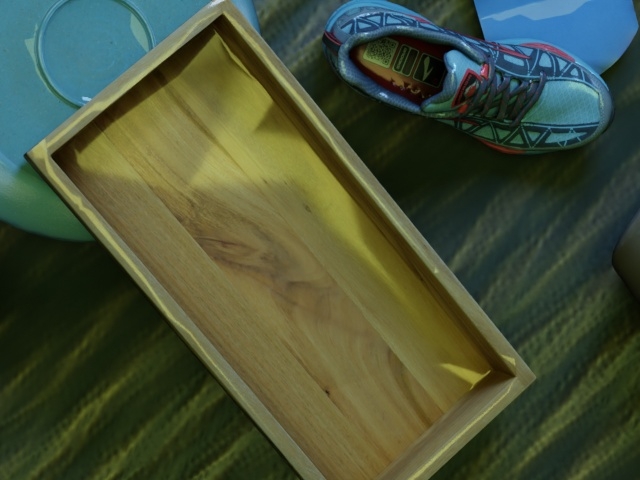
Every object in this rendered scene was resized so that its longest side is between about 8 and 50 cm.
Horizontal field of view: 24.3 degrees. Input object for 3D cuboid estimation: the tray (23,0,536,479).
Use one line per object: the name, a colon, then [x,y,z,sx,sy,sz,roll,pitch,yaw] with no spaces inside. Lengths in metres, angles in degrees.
tray: [-0.030,0.023,1.220,0.203,0.076,0.411,-41,99,-10]

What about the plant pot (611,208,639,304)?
plant pot: [0.378,0.031,1.239,0.229,0.263,0.263,42,88,17]

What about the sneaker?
sneaker: [0.123,-0.126,1.262,0.261,0.125,0.104,14,107,0]

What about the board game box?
board game box: [0.203,-0.219,1.315,0.133,0.033,0.169,-17,107,5]

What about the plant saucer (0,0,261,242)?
plant saucer: [-0.191,-0.157,1.244,0.317,0.043,0.318,1,88,-22]
